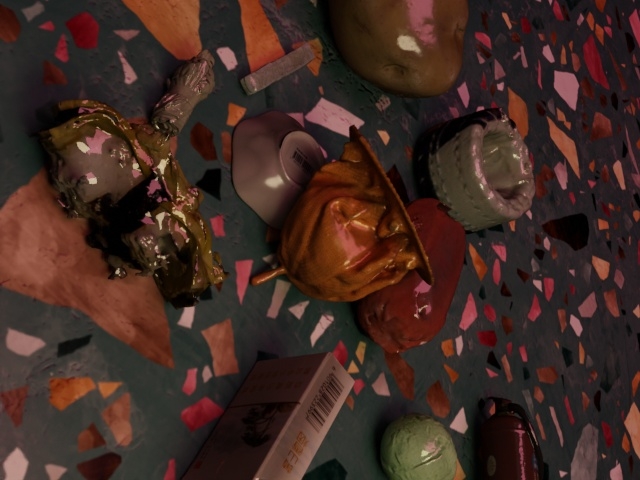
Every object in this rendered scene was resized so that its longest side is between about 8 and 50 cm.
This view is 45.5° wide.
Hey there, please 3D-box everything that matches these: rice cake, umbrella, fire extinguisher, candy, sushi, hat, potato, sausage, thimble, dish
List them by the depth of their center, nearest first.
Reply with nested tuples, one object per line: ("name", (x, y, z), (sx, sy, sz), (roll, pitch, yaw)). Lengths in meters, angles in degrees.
("sushi", (-0.218, -0.042, 0.907), (0.131, 0.139, 0.291), (-42, 110, -35))
("umbrella", (-0.184, -0.204, 1.036), (0.062, 0.067, 0.143), (27, 63, -4))
("hat", (0.000, 0.000, 1.087), (0.233, 0.233, 0.244), (-28, 115, -2))
("dish", (-0.045, -0.114, 1.147), (0.191, 0.066, 0.190), (14, 70, -42))
("rice cake", (-0.065, -0.270, 1.196), (0.171, 0.029, 0.033), (-40, 104, -43))
("candy", (0.211, 0.469, 1.230), (0.119, 0.119, 0.440), (-40, 114, -43))
("sausage", (0.151, 0.052, 1.236), (0.152, 0.152, 0.279), (46, 50, -26))
("potato", (0.130, -0.399, 1.290), (0.243, 0.221, 0.326), (-25, 107, -35))
("fire extinguisher", (0.327, 0.427, 1.325), (0.105, 0.141, 0.341), (12, 60, -15))
("thimble", (0.297, -0.125, 1.434), (0.237, 0.150, 0.237), (15, 69, -43))

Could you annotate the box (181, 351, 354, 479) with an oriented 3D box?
("box", (-0.072, 0.250, 0.960), (0.067, 0.149, 0.233), (50, 49, -19))
